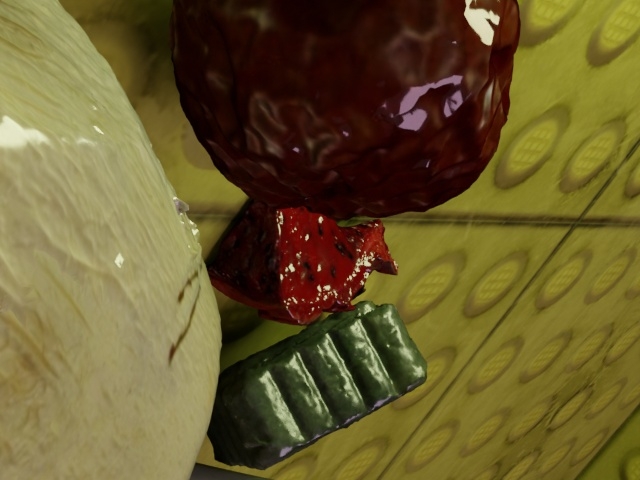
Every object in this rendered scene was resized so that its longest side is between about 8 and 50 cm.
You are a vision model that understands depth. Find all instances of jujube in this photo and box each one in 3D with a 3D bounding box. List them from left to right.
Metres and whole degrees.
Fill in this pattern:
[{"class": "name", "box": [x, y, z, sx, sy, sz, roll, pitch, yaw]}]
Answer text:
[{"class": "jujube", "box": [0.014, -0.110, 0.750, 0.213, 0.213, 0.232, -40, 164, -8]}]

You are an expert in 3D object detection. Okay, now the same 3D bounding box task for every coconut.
[{"class": "coconut", "box": [-0.230, 0.026, 0.475, 0.346, 0.346, 0.360, -37, 132, -15]}]

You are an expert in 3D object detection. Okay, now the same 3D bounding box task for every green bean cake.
[{"class": "green bean cake", "box": [-0.015, 0.133, 1.125, 0.183, 0.094, 0.185, -27, 176, -19]}]

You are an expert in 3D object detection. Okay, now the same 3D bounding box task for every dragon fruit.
[{"class": "dragon fruit", "box": [-0.014, 0.006, 1.064, 0.092, 0.123, 0.192, -14, 180, 39]}]

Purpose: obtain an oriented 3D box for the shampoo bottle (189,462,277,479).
[{"class": "shampoo bottle", "box": [-0.168, 0.227, 1.088, 0.153, 0.071, 0.284, -24, 146, 27]}]
